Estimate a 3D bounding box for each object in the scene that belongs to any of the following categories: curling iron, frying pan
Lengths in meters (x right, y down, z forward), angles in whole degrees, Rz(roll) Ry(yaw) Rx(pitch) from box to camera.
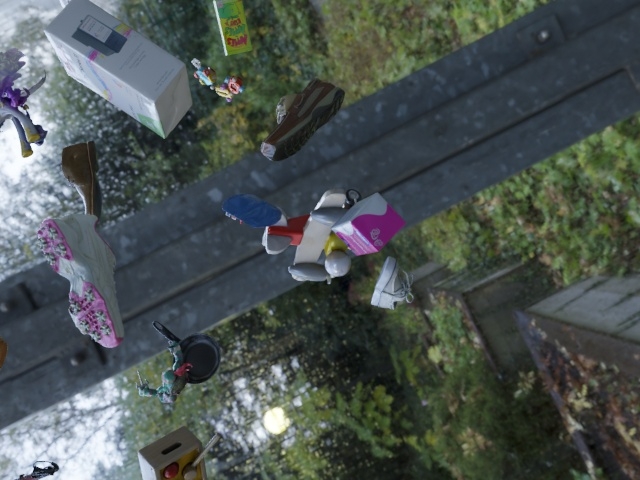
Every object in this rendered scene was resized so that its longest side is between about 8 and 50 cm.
[{"bbox_3d":[-0.804,0.641,1.743,0.068,0.273,0.035,38,-144,-40],"label":"curling iron"},{"bbox_3d":[-0.530,0.443,2.502,0.053,0.325,0.197,56,-133,-65],"label":"frying pan"}]

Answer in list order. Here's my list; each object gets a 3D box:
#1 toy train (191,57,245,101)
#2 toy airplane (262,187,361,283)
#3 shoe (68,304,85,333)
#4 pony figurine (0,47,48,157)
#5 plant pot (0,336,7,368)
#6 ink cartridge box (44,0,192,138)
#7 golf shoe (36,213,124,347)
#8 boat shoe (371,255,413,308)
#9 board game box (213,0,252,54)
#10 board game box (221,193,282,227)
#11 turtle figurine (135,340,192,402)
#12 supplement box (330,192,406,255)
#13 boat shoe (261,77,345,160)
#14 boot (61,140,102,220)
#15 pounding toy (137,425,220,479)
[{"bbox_3d":[-0.279,-0.458,1.820,0.166,0.046,0.125,32,158,4],"label":"toy train"},{"bbox_3d":[0.000,0.000,2.123,0.386,0.384,0.273,32,-151,-60],"label":"toy airplane"},{"bbox_3d":[-0.733,0.216,1.999,0.219,0.076,0.058,33,153,58],"label":"shoe"},{"bbox_3d":[-1.114,-0.469,2.270,0.364,0.350,0.303,58,175,9],"label":"pony figurine"},{"bbox_3d":[-0.944,0.297,1.637,0.203,0.291,0.291,28,179,0],"label":"plant pot"},{"bbox_3d":[-0.469,-0.400,1.441,0.353,0.119,0.207,34,165,2],"label":"ink cartridge box"},{"bbox_3d":[-0.484,0.079,1.403,0.140,0.115,0.306,-33,-77,-54],"label":"golf shoe"},{"bbox_3d":[0.298,0.188,2.546,0.156,0.136,0.367,20,151,8],"label":"boat shoe"},{"bbox_3d":[-0.298,-0.734,2.210,0.043,0.092,0.182,-139,35,-65],"label":"board game box"},{"bbox_3d":[-0.193,-0.073,1.818,0.168,0.133,0.033,30,127,22],"label":"board game box"},{"bbox_3d":[-0.446,0.403,1.894,0.118,0.175,0.234,39,159,14],"label":"turtle figurine"},{"bbox_3d":[0.123,-0.040,1.723,0.111,0.114,0.220,46,168,-5],"label":"supplement box"},{"bbox_3d":[-0.064,-0.339,1.780,0.120,0.324,0.123,38,145,8],"label":"boat shoe"},{"bbox_3d":[-0.803,-0.191,2.182,0.112,0.115,0.306,115,144,-63],"label":"boot"},{"bbox_3d":[-0.284,0.458,1.332,0.100,0.141,0.130,23,125,44],"label":"pounding toy"}]
